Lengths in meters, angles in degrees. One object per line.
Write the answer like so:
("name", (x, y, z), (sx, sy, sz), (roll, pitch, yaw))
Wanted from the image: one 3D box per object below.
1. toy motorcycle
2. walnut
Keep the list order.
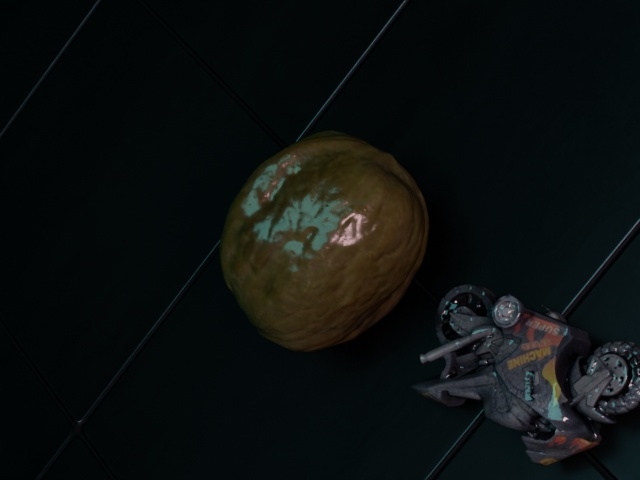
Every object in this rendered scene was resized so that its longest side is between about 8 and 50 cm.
("toy motorcycle", (0.239, 0.160, 2.088), (0.307, 0.108, 0.173), (20, 92, 42))
("walnut", (0.000, 0.000, 2.241), (0.283, 0.283, 0.227), (-53, 22, 9))
